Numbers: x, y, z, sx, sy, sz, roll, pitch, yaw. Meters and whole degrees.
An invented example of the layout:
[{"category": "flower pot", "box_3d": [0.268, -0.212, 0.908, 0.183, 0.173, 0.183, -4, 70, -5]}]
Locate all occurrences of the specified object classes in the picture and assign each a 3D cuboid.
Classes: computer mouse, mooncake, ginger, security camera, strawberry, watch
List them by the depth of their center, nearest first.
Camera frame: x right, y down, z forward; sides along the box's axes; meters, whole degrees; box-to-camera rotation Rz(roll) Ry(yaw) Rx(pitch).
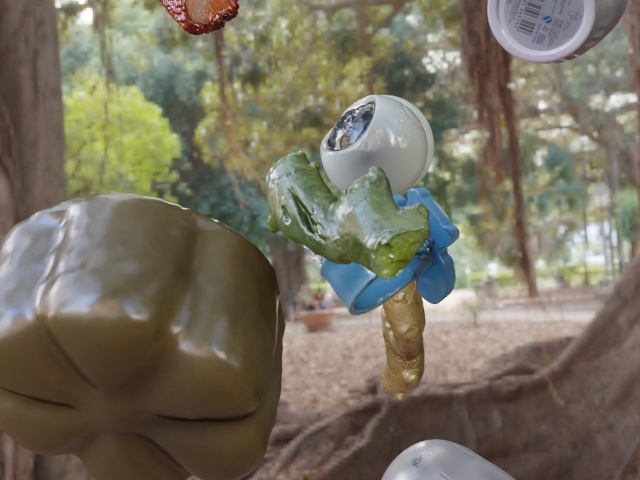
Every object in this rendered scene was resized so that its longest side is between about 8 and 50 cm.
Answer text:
[{"category": "strawberry", "box_3d": [-0.139, -0.266, 1.145, 0.103, 0.152, 0.048, 22, -50, -23]}, {"category": "ginger", "box_3d": [0.028, -0.039, 1.421, 0.290, 0.137, 0.089, 16, 8, 44]}, {"category": "mooncake", "box_3d": [-0.273, 0.163, 1.531, 0.466, 0.262, 0.467, 4, -42, 4]}, {"category": "watch", "box_3d": [0.103, 0.025, 1.714, 0.193, 0.211, 0.211, -26, 10, -29]}, {"category": "computer mouse", "box_3d": [0.216, 0.417, 1.730, 0.184, 0.121, 0.297, -32, 28, -18]}, {"category": "security camera", "box_3d": [0.101, -0.157, 1.858, 0.194, 0.195, 0.236, -5, 12, 12]}, {"category": "ginger", "box_3d": [0.196, 0.216, 2.448, 0.122, 0.348, 0.363, -9, 5, -4]}]

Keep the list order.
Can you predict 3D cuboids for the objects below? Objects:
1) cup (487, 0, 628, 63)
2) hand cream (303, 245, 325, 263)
[{"category": "cup", "box_3d": [0.466, -0.476, 2.082, 0.253, 0.253, 0.371, -5, 18, 23]}, {"category": "hand cream", "box_3d": [-0.003, 0.001, 2.190, 0.050, 0.084, 0.257, -17, 40, -32]}]
